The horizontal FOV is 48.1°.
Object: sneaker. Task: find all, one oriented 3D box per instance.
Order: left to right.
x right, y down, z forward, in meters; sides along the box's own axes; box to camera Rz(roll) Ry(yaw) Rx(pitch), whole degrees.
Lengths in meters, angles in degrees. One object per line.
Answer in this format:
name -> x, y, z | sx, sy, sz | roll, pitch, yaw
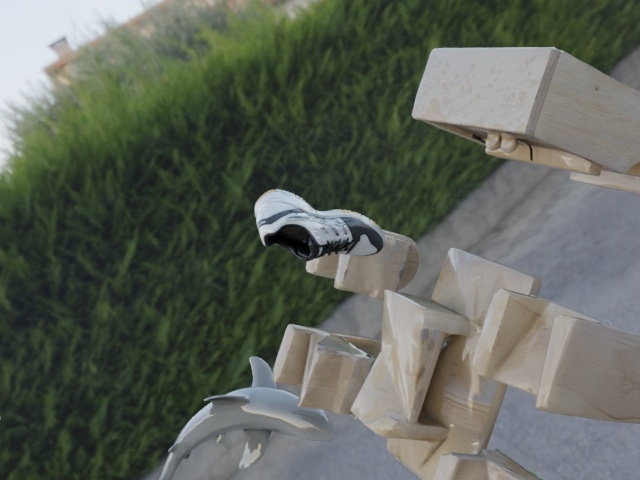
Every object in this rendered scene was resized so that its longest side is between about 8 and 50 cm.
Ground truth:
sneaker -> 0.000, 0.000, 0.421 | 0.037, 0.083, 0.032 | -96, 27, -44

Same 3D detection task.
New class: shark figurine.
shark figurine -> -0.139, 0.243, 0.928 | 0.278, 0.166, 0.116 | -30, -31, 3

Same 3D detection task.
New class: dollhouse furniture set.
dollhouse furniture set -> 0.186, 0.049, 0.690 | 0.362, 0.257, 0.394 | 26, 100, 59
